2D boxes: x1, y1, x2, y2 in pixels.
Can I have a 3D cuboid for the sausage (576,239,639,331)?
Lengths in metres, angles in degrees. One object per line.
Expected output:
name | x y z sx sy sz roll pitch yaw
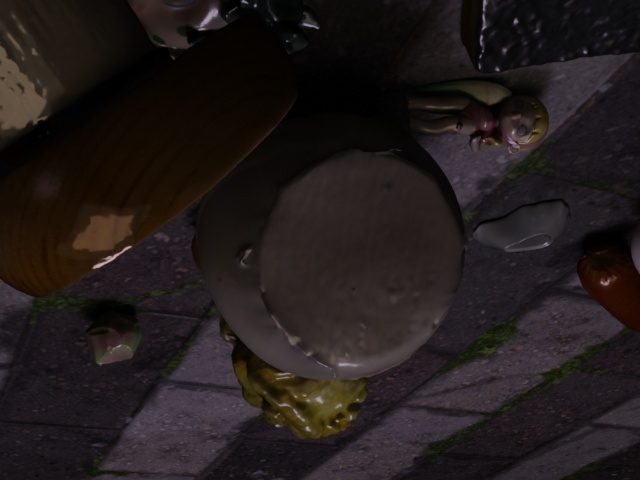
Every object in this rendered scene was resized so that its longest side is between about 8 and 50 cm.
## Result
sausage | 0.481 0.083 1.319 0.089 0.083 0.300 -36 140 20

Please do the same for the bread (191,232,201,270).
bread | -0.023 0.047 1.177 0.344 0.084 0.124 22 138 -38

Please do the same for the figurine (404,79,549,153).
figurine | 0.176 -0.135 0.947 0.187 0.083 0.083 -1 147 -20

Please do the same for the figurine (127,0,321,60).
figurine | -0.151 -0.242 0.590 0.261 0.186 0.382 20 178 44

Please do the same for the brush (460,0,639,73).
brush | 0.238 -0.229 0.814 0.197 0.059 0.123 -8 146 2

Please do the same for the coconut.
coconut | -0.313 0.144 1.285 0.082 0.081 0.083 -8 -176 -17

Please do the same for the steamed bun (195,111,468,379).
steamed bun | 0.000 0.000 0.959 0.309 0.309 0.309 -5 147 -3

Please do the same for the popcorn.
popcorn | -0.037 0.175 1.281 0.192 0.233 0.266 -44 102 0

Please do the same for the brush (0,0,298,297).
brush | -0.125 -0.100 0.509 0.174 0.267 0.166 -22 107 42

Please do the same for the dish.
dish | 0.286 -0.007 1.185 0.137 0.039 0.091 -14 147 9

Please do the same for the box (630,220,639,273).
box | 0.619 -0.021 1.130 0.288 0.141 0.349 19 139 -35
